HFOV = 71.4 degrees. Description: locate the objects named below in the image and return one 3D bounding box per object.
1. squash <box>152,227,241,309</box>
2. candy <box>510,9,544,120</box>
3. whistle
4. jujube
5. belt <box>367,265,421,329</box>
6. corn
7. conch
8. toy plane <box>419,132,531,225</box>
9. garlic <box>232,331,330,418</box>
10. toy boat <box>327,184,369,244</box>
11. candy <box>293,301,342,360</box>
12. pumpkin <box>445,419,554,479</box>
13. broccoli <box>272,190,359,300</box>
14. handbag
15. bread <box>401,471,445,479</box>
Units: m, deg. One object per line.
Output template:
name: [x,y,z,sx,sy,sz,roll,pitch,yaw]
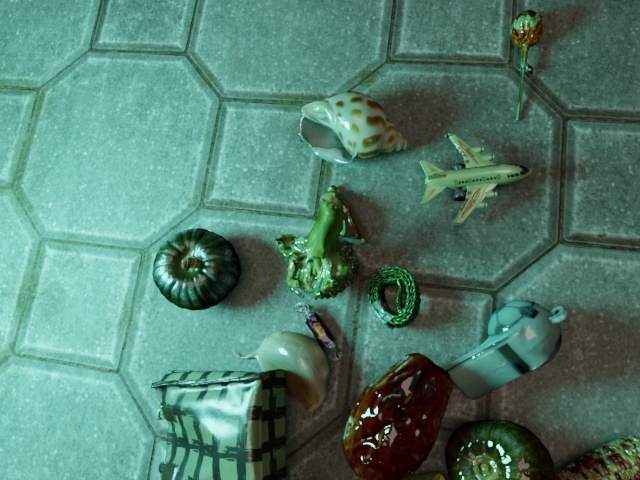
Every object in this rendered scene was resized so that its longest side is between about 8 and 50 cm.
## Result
squash: [-0.310,0.071,1.123,0.217,0.173,0.218,0,48,0]
candy: [0.530,-0.455,1.161,0.077,0.084,0.288,6,87,6]
whistle: [0.430,0.229,1.010,0.289,0.163,0.164,-45,73,34]
jujube: [0.171,0.390,0.978,0.197,0.197,0.290,36,85,14]
belt: [0.182,0.142,1.087,0.121,0.079,0.152,-15,65,16]
corn: [0.571,0.511,0.942,0.289,0.098,0.098,-29,76,0]
conch: [0.090,-0.287,1.146,0.274,0.183,0.149,33,51,12]
toy plane: [0.378,-0.155,1.100,0.255,0.104,0.242,-1,76,8]
garlic: [-0.086,0.288,1.094,0.266,0.129,0.148,32,73,24]
toy boat: [0.057,-0.063,1.147,0.089,0.071,0.185,-44,71,42]
candy: [-0.004,0.226,1.113,0.045,0.043,0.175,-35,80,3]
pumpkin: [0.380,0.490,0.936,0.218,0.162,0.219,-22,45,24]
broccoli: [-0.015,-0.001,1.060,0.198,0.275,0.177,17,41,34]
handbag: [-0.233,0.463,1.013,0.326,0.162,0.326,-8,75,24]
bread: [0.157,0.628,1.008,0.263,0.163,0.168,-21,75,39]
